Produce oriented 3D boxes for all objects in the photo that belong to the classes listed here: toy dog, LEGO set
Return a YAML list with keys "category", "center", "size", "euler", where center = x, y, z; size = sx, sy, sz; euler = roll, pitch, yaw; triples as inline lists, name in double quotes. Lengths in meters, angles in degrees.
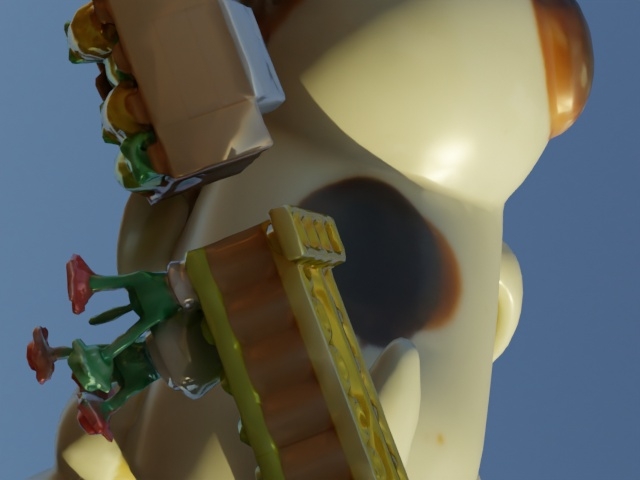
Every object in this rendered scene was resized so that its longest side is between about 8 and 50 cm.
- category: "toy dog"
  center: [0.000, 0.000, 1.023]
  size: [0.395, 0.284, 0.408]
  euler: [99, 8, -75]
- category: "LEGO set"
  center: [-0.016, 0.084, 0.412]
  size: [0.132, 0.107, 0.287]
  euler: [-94, 159, -59]
